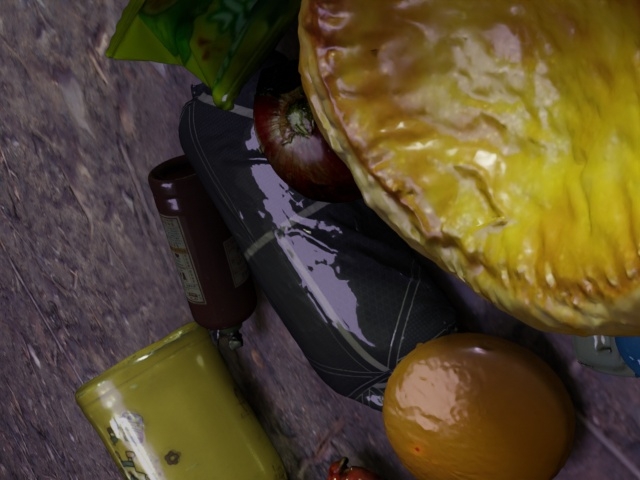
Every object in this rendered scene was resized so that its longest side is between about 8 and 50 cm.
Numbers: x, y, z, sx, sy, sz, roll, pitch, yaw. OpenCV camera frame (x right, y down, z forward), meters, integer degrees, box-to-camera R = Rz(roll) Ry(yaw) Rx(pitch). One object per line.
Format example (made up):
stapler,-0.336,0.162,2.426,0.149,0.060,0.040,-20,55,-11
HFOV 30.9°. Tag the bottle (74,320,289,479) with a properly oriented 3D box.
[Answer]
bottle,-0.126,0.281,1.326,0.351,0.171,0.171,61,152,2

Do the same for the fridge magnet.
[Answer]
fridge magnet,0.116,0.130,0.856,0.143,0.063,0.143,6,116,13

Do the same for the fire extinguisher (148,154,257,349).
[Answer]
fire extinguisher,-0.110,0.021,1.184,0.099,0.071,0.231,-111,5,-62

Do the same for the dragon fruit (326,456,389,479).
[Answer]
dragon fruit,0.032,0.296,1.134,0.224,0.148,0.218,-5,141,39

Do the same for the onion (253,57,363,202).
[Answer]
onion,0.012,-0.081,0.826,0.117,0.118,0.118,-15,103,40

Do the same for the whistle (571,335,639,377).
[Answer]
whistle,0.213,0.050,0.652,0.236,0.077,0.114,163,99,-65

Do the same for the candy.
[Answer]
candy,-0.081,-0.182,0.896,0.069,0.149,0.246,34,177,-43

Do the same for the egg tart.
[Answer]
egg tart,0.122,-0.099,0.599,0.319,0.128,0.319,33,140,34

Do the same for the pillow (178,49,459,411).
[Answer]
pillow,0.000,0.000,0.940,0.161,0.093,0.335,-31,88,53
